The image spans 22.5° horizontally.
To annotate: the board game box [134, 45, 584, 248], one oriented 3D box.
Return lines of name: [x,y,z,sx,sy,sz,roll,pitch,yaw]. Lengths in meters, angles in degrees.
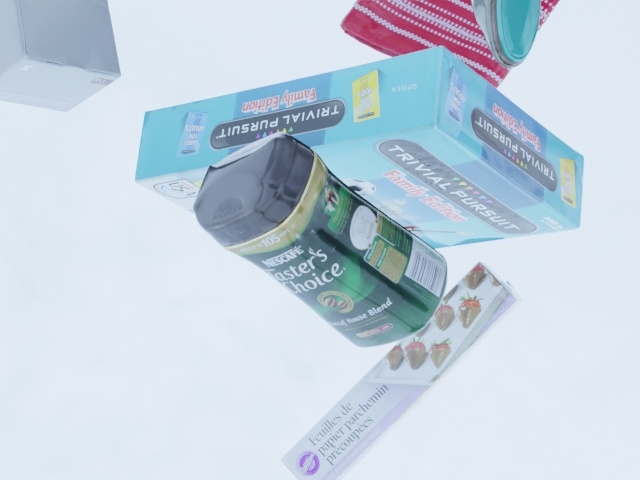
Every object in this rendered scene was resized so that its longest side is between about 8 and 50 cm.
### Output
board game box: [0.037,-0.065,1.501,0.253,0.336,0.079,29,61,-47]

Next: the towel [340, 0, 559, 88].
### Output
towel: [0.170,-0.296,1.764,0.275,0.199,0.031,-55,159,-9]

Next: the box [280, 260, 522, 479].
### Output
box: [0.092,0.157,1.815,0.063,0.324,0.067,46,7,13]

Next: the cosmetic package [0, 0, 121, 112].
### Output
cosmetic package: [-0.293,-0.259,1.626,0.127,0.107,0.238,9,66,-45]

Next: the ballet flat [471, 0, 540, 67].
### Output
ballet flat: [0.165,-0.254,1.467,0.072,0.068,0.213,20,72,-43]

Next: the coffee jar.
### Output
coffee jar: [0.000,0.000,1.169,0.184,0.096,0.079,38,53,-28]
